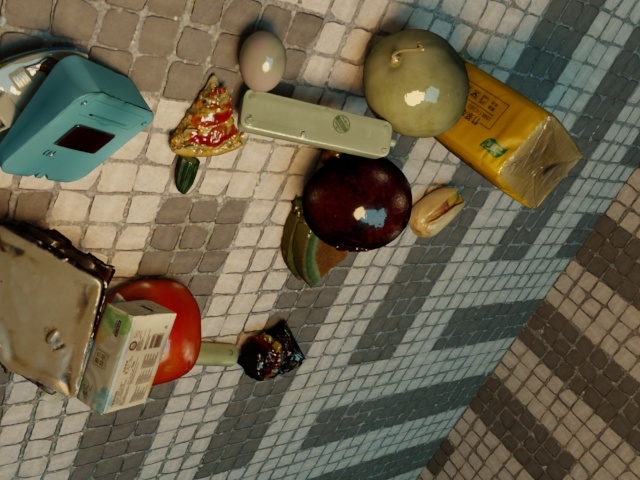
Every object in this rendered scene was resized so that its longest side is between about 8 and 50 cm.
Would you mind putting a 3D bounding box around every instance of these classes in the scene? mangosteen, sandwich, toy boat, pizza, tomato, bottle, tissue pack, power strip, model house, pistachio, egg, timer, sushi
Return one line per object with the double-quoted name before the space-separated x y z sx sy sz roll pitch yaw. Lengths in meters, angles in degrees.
"mangosteen" 0.100 -0.111 1.722 0.297 0.297 0.293 51 56 -53
"sandwich" -0.011 0.010 1.927 0.212 0.109 0.292 -6 130 -36
"toy boat" -0.551 -0.265 1.204 0.295 0.088 0.129 -34 142 -10
"pizza" -0.242 -0.270 1.492 0.188 0.062 0.198 -15 134 -34
"tomato" -0.430 0.246 1.702 0.299 0.226 0.298 -25 143 -20
"bottle" -0.342 0.339 1.993 0.202 0.072 0.072 14 117 -48
"tissue pack" -0.687 0.392 1.786 0.108 0.023 0.056 -38 143 -3
"tissue pack" 0.471 -0.297 1.821 0.228 0.382 0.293 -52 141 10
"power strip" 0.000 -0.264 1.557 0.386 0.062 0.091 9 84 -18
"tissue pack" -0.452 0.246 1.498 0.159 0.145 0.229 6 104 -67
"model house" -0.597 0.126 1.402 0.317 0.282 0.297 32 86 -20
"pistachio" 0.369 -0.095 2.157 0.200 0.117 0.145 -43 -179 -10
"egg" -0.125 -0.386 1.442 0.103 0.103 0.135 -17 138 -29
"timer" -0.476 -0.218 1.283 0.250 0.091 0.232 -38 169 12
"sushi" -0.177 0.365 2.098 0.172 0.153 0.150 -34 168 22

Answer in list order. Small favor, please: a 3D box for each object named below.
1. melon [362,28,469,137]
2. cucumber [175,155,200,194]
"melon" 0.235 -0.378 1.635 0.272 0.271 0.308 -46 125 6
"cucumber" -0.315 -0.153 1.556 0.048 0.048 0.105 -7 136 -37
